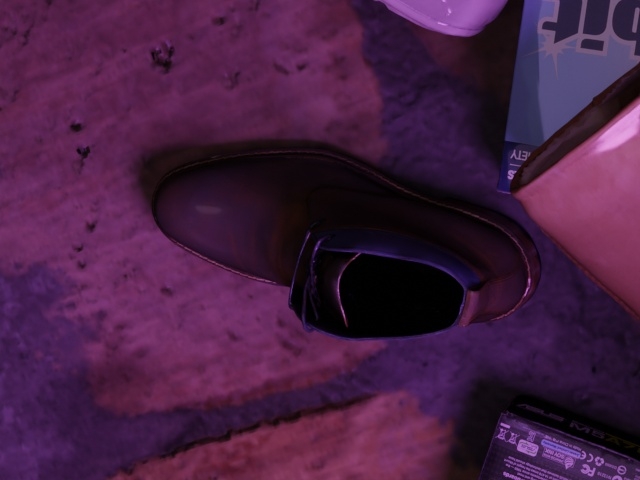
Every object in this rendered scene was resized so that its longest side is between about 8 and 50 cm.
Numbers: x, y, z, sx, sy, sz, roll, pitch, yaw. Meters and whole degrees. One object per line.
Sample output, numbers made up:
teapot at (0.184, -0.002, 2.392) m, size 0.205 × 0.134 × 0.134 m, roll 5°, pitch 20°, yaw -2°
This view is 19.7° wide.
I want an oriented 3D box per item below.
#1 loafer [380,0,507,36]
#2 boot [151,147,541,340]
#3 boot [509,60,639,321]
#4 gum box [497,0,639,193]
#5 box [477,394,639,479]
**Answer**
loafer at (-0.004, -0.243, 0.920) m, size 0.111 × 0.112 × 0.319 m, roll -41°, pitch 85°, yaw 27°
boot at (0.000, 0.000, 0.960) m, size 0.219 × 0.106 × 0.082 m, roll 10°, pitch 102°, yaw 15°
boot at (0.262, 0.001, 0.854) m, size 0.236 × 0.089 × 0.269 m, roll -41°, pitch 97°, yaw 13°
gum box at (0.180, -0.104, 0.921) m, size 0.157 × 0.041 × 0.184 m, roll 10°, pitch 101°, yaw 15°
box at (0.160, 0.200, 0.977) m, size 0.190 × 0.045 × 0.184 m, roll 19°, pitch 106°, yaw 13°
